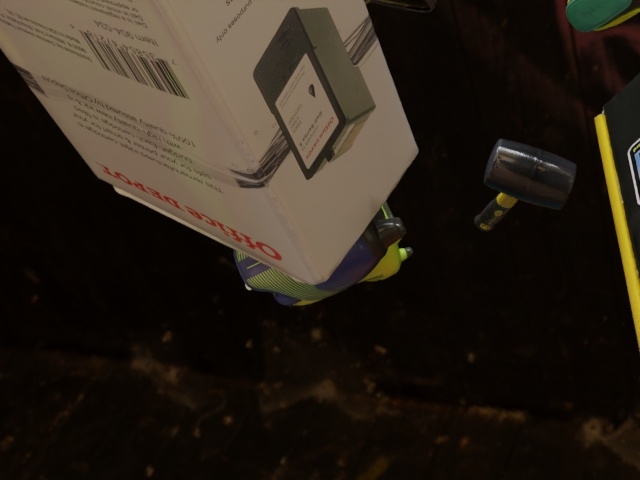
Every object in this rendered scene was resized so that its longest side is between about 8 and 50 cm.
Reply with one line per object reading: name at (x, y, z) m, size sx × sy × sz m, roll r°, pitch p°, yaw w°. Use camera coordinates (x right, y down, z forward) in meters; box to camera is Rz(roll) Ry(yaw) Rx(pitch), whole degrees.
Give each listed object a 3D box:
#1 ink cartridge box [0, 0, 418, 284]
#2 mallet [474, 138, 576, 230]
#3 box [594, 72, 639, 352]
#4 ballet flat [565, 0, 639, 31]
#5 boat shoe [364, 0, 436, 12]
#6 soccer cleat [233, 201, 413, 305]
ink cartridge box at (-0.082, -0.118, 0.615) m, size 0.198 × 0.115 × 0.273 m, roll 25°, pitch -21°, yaw 31°
mallet at (0.136, -0.036, 0.875) m, size 0.062 × 0.039 × 0.189 m, roll 21°, pitch -12°, yaw -6°
box at (0.271, -0.077, 0.496) m, size 0.079 × 0.257 × 0.322 m, roll 33°, pitch -56°, yaw -16°
ballet flat at (0.372, -0.299, 1.284) m, size 0.077 × 0.077 × 0.231 m, roll 56°, pitch -25°, yaw -11°
boat shoe at (0.040, -0.309, 1.274) m, size 0.102 × 0.285 × 0.092 m, roll -11°, pitch -94°, yaw 44°
soccer cleat at (-0.001, -0.001, 0.838) m, size 0.121 × 0.289 × 0.093 m, roll -27°, pitch -95°, yaw 4°
